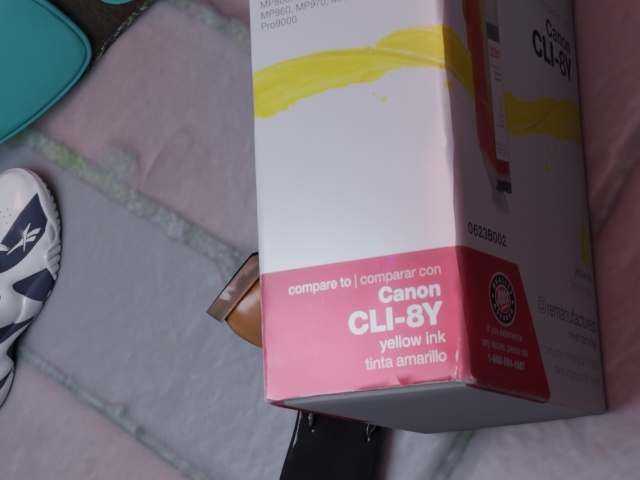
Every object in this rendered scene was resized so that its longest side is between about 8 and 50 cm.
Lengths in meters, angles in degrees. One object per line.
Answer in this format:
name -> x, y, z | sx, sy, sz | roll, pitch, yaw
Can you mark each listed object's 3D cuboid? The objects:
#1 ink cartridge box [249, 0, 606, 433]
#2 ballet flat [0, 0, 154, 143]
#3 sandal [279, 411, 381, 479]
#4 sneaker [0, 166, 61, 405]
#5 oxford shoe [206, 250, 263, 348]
ink cartridge box -> 0.081, -0.064, 1.299 | 0.160, 0.279, 0.384 | -10, 76, 27
ballet flat -> -0.238, -0.246, 1.591 | 0.483, 0.164, 0.182 | -38, 44, 10
sandal -> 0.020, 0.115, 1.406 | 0.097, 0.054, 0.254 | 4, 88, -6
sneaker -> -0.324, 0.039, 1.561 | 0.094, 0.153, 0.235 | 23, 91, 28
oxford shoe -> 0.000, 0.000, 1.461 | 0.076, 0.076, 0.212 | 39, 100, -1
